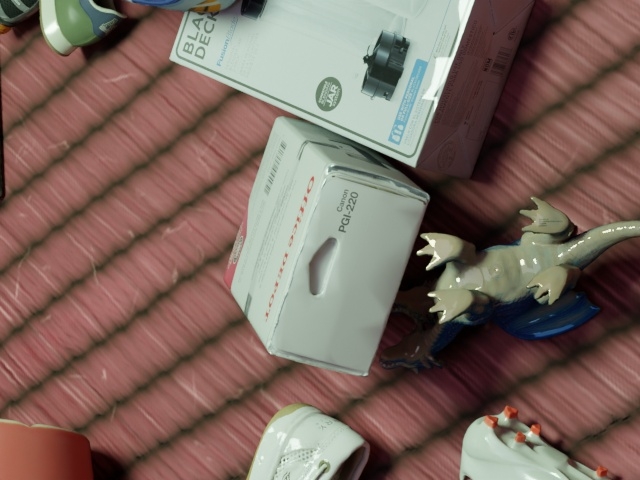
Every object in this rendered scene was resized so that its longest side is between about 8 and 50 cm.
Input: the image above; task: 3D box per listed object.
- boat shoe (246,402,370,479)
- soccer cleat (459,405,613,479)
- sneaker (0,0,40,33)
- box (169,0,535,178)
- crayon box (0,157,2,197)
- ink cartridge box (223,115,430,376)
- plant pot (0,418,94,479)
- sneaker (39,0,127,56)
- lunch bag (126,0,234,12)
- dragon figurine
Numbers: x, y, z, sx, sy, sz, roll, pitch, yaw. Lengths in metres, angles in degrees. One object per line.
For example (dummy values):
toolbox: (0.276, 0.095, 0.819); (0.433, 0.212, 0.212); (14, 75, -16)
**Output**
boat shoe: (-0.030, 0.282, 1.616); (0.096, 0.098, 0.277); (21, 98, 37)
soccer cleat: (0.189, 0.206, 1.485); (0.196, 0.068, 0.076); (36, 122, 34)
sneaker: (-0.313, -0.316, 1.886); (0.083, 0.084, 0.215); (-13, 89, 34)
box: (0.021, -0.179, 1.618); (0.290, 0.087, 0.169); (27, 102, 35)
crayon box: (-0.429, -0.190, 1.959); (0.202, 0.081, 0.319); (-10, 80, 36)
ink cartridge box: (0.000, 0.000, 1.551); (0.218, 0.092, 0.159); (-128, 55, -73)
plant pot: (-0.318, 0.294, 1.744); (0.275, 0.275, 0.243); (-8, 74, 36)
sneaker: (-0.231, -0.279, 1.834); (0.086, 0.064, 0.192); (-17, 77, 27)
lunch bag: (-0.177, -0.340, 1.642); (0.303, 0.115, 0.243); (24, 105, 29)
dragon figurine: (0.165, 0.029, 1.496); (0.289, 0.144, 0.085); (-18, 73, 15)
